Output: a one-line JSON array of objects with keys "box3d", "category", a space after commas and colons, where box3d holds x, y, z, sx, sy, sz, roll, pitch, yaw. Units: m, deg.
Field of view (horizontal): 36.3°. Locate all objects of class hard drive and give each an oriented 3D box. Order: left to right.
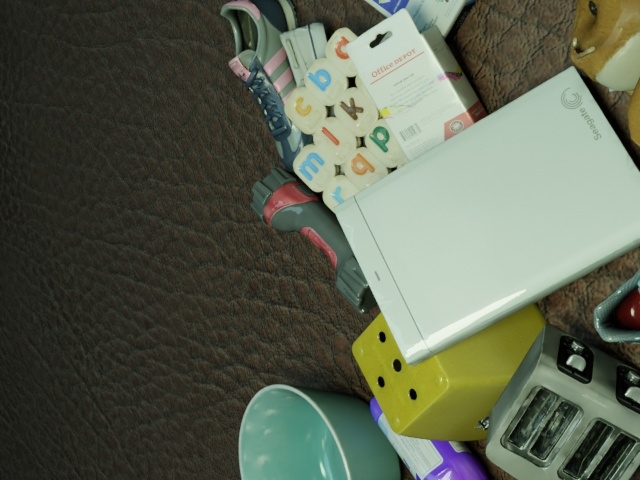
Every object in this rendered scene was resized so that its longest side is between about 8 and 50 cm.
[{"box3d": [0.214, -0.029, 1.212, 0.353, 0.047, 0.233, -30, 68, 13], "category": "hard drive"}]

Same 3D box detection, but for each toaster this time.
[{"box3d": [0.298, 0.220, 1.177, 0.168, 0.110, 0.186, 29, 112, 6], "category": "toaster"}]

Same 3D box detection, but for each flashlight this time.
[{"box3d": [0.000, 0.000, 1.617, 0.304, 0.103, 0.103, 48, 169, 34], "category": "flashlight"}]

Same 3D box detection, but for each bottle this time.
[{"box3d": [0.181, 0.331, 1.417, 0.092, 0.118, 0.283, -39, 58, 4], "category": "bottle"}]

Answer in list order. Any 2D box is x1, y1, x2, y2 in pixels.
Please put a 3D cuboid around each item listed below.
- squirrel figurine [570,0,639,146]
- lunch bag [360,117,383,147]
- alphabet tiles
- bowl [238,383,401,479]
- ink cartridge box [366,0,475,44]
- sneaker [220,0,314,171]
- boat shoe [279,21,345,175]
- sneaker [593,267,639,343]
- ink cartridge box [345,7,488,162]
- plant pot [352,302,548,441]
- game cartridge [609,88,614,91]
[{"box3d": [0.426, -0.249, 0.931, 0.397, 0.281, 0.370, -63, 36, 18], "category": "squirrel figurine"}, {"box3d": [0.079, -0.186, 1.517, 0.083, 0.053, 0.071, 60, 141, 13], "category": "lunch bag"}, {"box3d": [0.081, -0.169, 1.461, 0.278, 0.021, 0.284, 45, 116, 15], "category": "alphabet tiles"}, {"box3d": [0.016, 0.375, 1.603, 0.311, 0.163, 0.312, 13, 107, 52], "category": "bowl"}, {"box3d": [0.080, -0.428, 1.364, 0.332, 0.065, 0.165, 40, 131, 11], "category": "ink cartridge box"}, {"box3d": [-0.094, -0.264, 1.665, 0.112, 0.131, 0.319, -25, 76, 51], "category": "sneaker"}, {"box3d": [-0.012, -0.220, 1.570, 0.096, 0.088, 0.268, 47, -148, -82], "category": "boat shoe"}, {"box3d": [0.408, 0.058, 1.063, 0.262, 0.125, 0.104, -42, 63, 48], "category": "sneaker"}, {"box3d": [0.134, -0.214, 1.347, 0.115, 0.067, 0.198, -26, 99, 32], "category": "ink cartridge box"}, {"box3d": [0.172, 0.156, 1.340, 0.212, 0.187, 0.212, -54, 54, 43], "category": "plant pot"}, {"box3d": [0.365, -0.223, 1.164, 0.056, 0.017, 0.083, -1, 95, 56], "category": "game cartridge"}]
